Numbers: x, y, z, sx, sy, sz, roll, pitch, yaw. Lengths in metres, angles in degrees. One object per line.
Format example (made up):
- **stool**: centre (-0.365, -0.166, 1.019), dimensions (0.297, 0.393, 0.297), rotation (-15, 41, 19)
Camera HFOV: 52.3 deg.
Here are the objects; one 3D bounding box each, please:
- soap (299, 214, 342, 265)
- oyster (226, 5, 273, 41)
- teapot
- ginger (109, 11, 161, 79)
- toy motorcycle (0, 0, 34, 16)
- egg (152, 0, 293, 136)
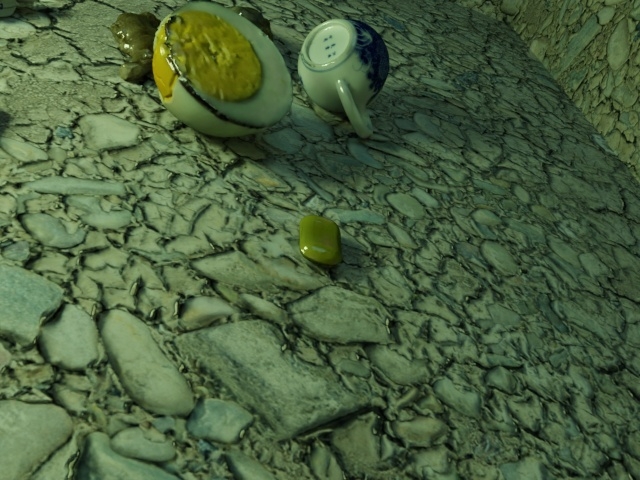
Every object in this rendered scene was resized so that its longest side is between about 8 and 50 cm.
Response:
- **soap**: centre (0.000, 0.001, 1.283), dimensions (0.089, 0.045, 0.140), rotation (19, 34, -14)
- **oyster**: centre (-0.206, -0.602, 1.903), dimensions (0.166, 0.110, 0.341), rotation (10, 37, -20)
- **teapot**: centre (0.077, -0.464, 1.810), dimensions (0.280, 0.252, 0.424), rotation (40, 33, -55)
- **ginger**: centre (-0.442, -0.506, 1.654), dimensions (0.166, 0.080, 0.333), rotation (-6, 41, -21)
- **toy motorcycle**: centre (-0.787, -0.584, 1.543), dimensions (0.112, 0.112, 0.254), rotation (36, 37, 16)
- **egg**: centre (-0.238, -0.353, 1.470), dimensions (0.337, 0.201, 0.337), rotation (17, 58, -29)
